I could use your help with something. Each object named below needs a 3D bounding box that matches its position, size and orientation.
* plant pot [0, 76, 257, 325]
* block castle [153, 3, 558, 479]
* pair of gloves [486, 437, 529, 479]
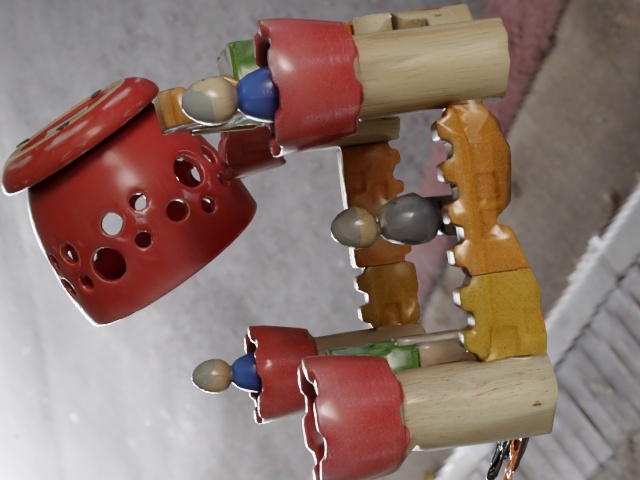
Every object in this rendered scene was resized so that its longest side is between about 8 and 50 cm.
[{"bbox_3d":[-0.179,-0.044,1.392,0.174,0.191,0.191,57,161,-14],"label":"plant pot"},{"bbox_3d":[0.000,0.000,1.120,0.453,0.213,0.303,180,83,-82],"label":"block castle"},{"bbox_3d":[0.152,0.161,1.215,0.010,0.074,0.083,21,178,-2],"label":"pair of gloves"}]
